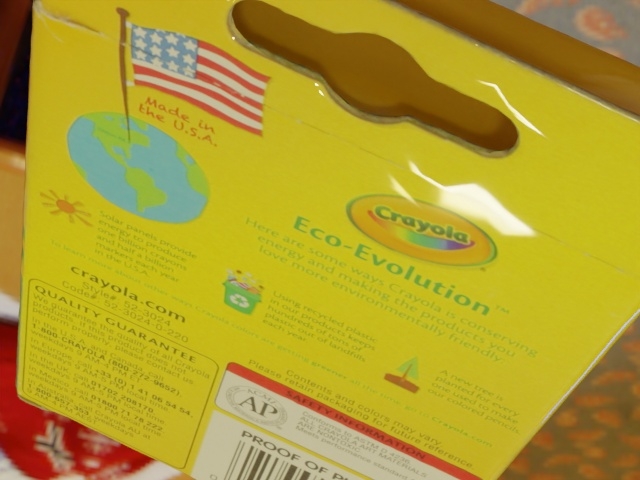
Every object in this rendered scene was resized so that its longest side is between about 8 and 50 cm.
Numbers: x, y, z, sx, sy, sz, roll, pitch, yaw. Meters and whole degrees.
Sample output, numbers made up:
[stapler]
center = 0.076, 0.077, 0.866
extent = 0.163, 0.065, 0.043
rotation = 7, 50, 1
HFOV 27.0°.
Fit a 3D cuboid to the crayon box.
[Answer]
[crayon box]
center = 0.000, 0.000, 0.480
extent = 0.202, 0.081, 0.318
rotation = 25, 147, 1
